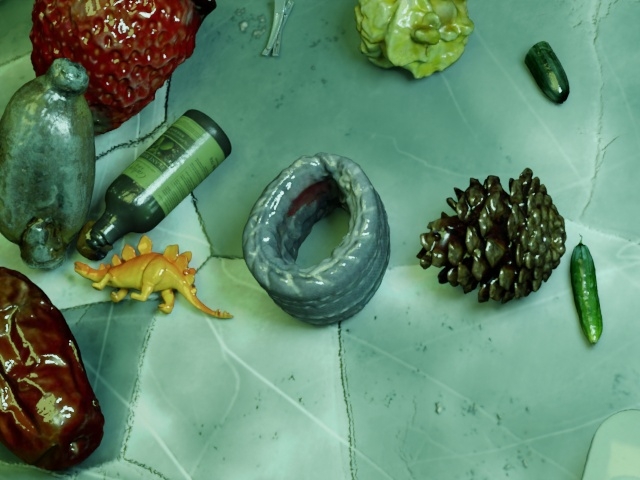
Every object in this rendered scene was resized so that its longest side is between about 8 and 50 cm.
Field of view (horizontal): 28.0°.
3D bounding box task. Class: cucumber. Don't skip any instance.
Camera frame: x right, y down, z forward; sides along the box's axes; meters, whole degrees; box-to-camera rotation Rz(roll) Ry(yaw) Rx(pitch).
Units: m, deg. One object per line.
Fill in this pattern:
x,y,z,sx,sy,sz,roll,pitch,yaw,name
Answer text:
0.375,0.071,1.815,0.039,0.039,0.168,-11,64,15,cucumber
0.353,-0.256,1.975,0.048,0.048,0.105,-26,60,6,cucumber

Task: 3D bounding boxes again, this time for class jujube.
-0.466,0.201,1.974,0.216,0.216,0.342,-42,71,-3,jujube

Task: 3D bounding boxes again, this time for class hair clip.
-0.076,-0.368,2.190,0.030,0.039,0.115,2,68,26,hair clip

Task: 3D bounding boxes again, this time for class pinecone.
0.243,-0.006,1.827,0.204,0.179,0.184,8,45,41,pinecone

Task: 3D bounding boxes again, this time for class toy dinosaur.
-0.260,0.052,2.038,0.288,0.070,0.117,10,69,19,toy dinosaur

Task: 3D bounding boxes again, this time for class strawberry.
-0.362,-0.351,2.148,0.292,0.292,0.310,27,70,28,strawberry

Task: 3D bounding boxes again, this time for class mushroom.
-0.331,-0.043,2.117,0.187,0.060,0.061,-47,44,-16,mushroom

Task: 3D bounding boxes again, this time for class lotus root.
-0.448,-0.133,2.085,0.175,0.175,0.349,21,109,27,lotus root

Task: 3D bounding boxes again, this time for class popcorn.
0.145,-0.345,2.020,0.187,0.185,0.167,28,95,20,popcorn

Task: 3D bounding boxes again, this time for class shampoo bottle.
-0.270,-0.086,2.060,0.101,0.101,0.284,34,71,30,shampoo bottle

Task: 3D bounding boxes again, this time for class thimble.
0.000,0.000,1.910,0.205,0.172,0.236,-3,67,15,thimble

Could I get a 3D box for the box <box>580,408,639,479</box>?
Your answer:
0.487,0.435,1.559,0.396,0.111,0.396,12,71,25,box
